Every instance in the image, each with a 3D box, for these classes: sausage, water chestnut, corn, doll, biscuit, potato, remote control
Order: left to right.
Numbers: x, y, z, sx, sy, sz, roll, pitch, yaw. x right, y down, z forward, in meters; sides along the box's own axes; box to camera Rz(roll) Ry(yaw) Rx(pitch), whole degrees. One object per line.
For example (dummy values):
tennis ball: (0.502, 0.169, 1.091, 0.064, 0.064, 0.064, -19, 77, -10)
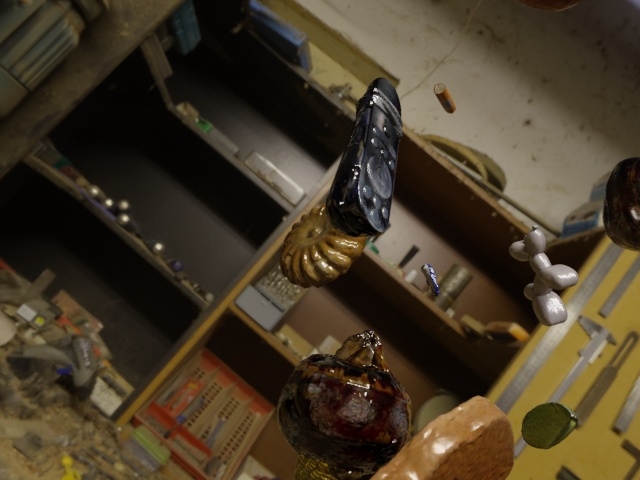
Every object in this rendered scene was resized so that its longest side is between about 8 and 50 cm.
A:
biscuit: (0.000, 0.000, 1.772, 0.107, 0.326, 0.326, 46, -10, -34)
corn: (0.036, 0.462, 1.313, 0.120, 0.363, 0.120, 19, 26, -10)
water chestnut: (0.041, 0.258, 0.927, 0.223, 0.238, 0.223, 16, -10, 3)
remote control: (0.061, -0.114, 0.749, 0.066, 0.266, 0.090, -10, -42, 29)
biscuit: (0.118, 0.390, 0.758, 0.078, 0.455, 0.350, 34, -49, 38)
sausage: (0.303, -0.338, 1.363, 0.031, 0.031, 0.107, 34, -1, 36)
doll: (0.412, 0.058, 1.058, 0.160, 0.059, 0.161, -116, -164, -52)
potato: (0.644, 0.514, 1.571, 0.054, 0.198, 0.119, 12, 44, -19)
water chestnut: (0.886, -0.093, 1.474, 0.289, 0.289, 0.244, 47, 6, -33)

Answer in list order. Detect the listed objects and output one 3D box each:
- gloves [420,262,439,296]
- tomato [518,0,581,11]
gloves: (0.282, 0.101, 1.432, 0.064, 0.026, 0.086, 72, -5, -71)
tomato: (0.557, -0.638, 1.403, 0.225, 0.225, 0.085, 38, -32, 20)
